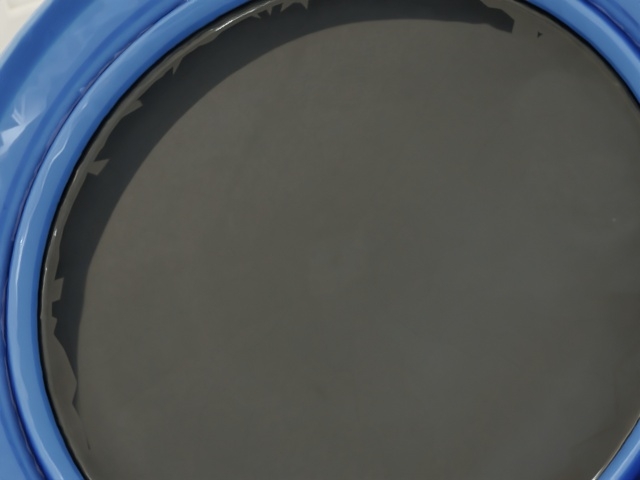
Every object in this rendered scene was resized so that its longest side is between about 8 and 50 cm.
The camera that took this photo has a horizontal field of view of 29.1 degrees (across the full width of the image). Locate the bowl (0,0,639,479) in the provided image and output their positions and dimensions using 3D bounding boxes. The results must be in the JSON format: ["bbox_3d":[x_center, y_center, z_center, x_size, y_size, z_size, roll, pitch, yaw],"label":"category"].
[{"bbox_3d":[0.000,0.000,0.581,0.391,0.077,0.391,-6,68,15],"label":"bowl"}]
